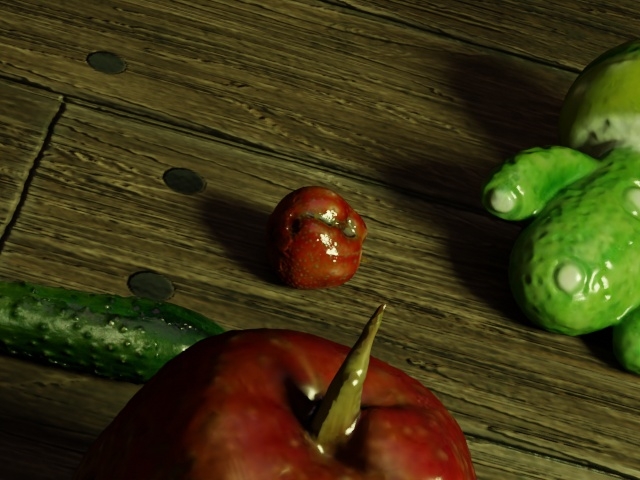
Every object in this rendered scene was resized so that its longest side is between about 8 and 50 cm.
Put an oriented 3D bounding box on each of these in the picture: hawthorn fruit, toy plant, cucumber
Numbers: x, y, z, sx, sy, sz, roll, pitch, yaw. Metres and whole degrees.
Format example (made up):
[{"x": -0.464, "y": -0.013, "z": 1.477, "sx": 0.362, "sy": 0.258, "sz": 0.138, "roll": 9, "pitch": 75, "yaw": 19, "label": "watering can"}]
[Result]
[{"x": 0.000, "y": 0.000, "z": 1.383, "sx": 0.093, "sy": 0.093, "sz": 0.093, "roll": 11, "pitch": 36, "yaw": -9, "label": "hawthorn fruit"}, {"x": 0.264, "y": -0.036, "z": 1.480, "sx": 0.224, "sy": 0.184, "sz": 0.316, "roll": 37, "pitch": 47, "yaw": -4, "label": "toy plant"}, {"x": -0.030, "y": 0.179, "z": 0.997, "sx": 0.258, "sy": 0.262, "sz": 0.258, "roll": 3, "pitch": 76, "yaw": -13, "label": "hawthorn fruit"}, {"x": -0.177, "y": 0.065, "z": 1.237, "sx": 0.227, "sy": 0.069, "sz": 0.069, "roll": 11, "pitch": 36, "yaw": -5, "label": "cucumber"}]
